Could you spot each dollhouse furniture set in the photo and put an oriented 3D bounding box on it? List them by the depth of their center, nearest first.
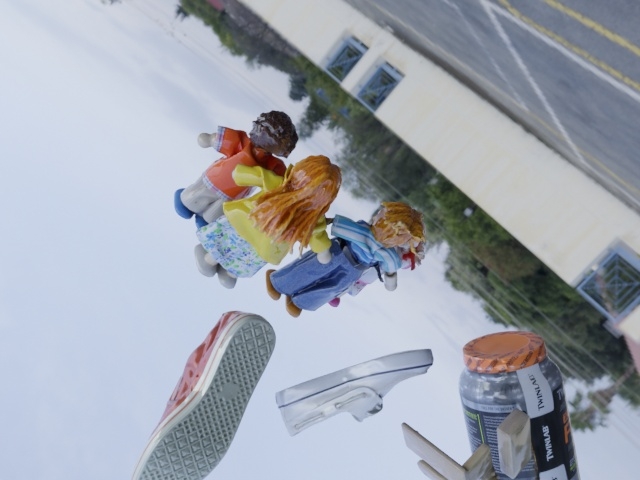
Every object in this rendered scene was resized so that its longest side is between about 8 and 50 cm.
[{"bbox_3d":[0.231,0.317,0.957,0.123,0.151,0.144,28,144,44],"label":"dollhouse furniture set"}]

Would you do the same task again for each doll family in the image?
[{"bbox_3d":[0.000,0.000,0.538,0.263,0.163,0.118,32,-142,-31],"label":"doll family"}]

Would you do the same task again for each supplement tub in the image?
[{"bbox_3d":[0.373,0.345,1.159,0.193,0.193,0.316,-49,-53,-77],"label":"supplement tub"}]

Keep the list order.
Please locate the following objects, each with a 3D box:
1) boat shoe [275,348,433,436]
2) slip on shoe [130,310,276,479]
[{"bbox_3d":[0.058,0.243,0.969,0.096,0.267,0.088,40,-148,-76],"label":"boat shoe"},{"bbox_3d":[-0.186,0.256,0.959,0.123,0.331,0.101,32,175,-31],"label":"slip on shoe"}]
